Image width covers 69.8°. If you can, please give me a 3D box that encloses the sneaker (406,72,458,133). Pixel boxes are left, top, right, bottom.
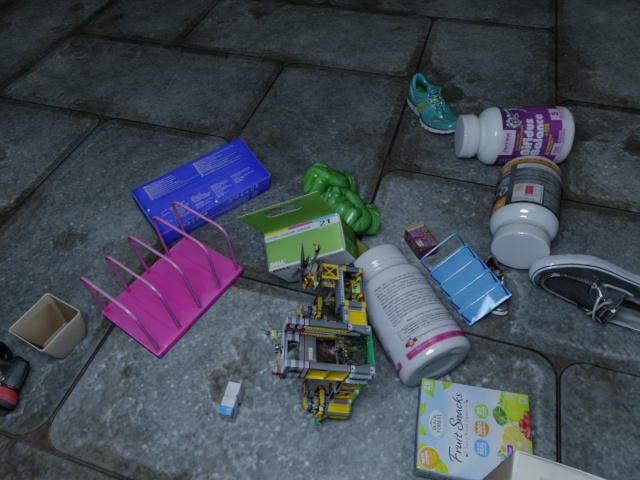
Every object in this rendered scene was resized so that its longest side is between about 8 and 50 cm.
[{"bbox_3d":[0.366,-0.447,1.510,0.107,0.110,0.275,-21,54,-14],"label":"sneaker"}]

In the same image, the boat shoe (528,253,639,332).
[{"bbox_3d":[0.643,0.126,1.027,0.335,0.121,0.119,15,49,12],"label":"boat shoe"}]

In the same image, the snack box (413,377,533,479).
[{"bbox_3d":[0.289,0.373,0.879,0.207,0.070,0.174,6,52,9],"label":"snack box"}]

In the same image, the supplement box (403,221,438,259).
[{"bbox_3d":[0.261,0.001,1.196,0.055,0.043,0.083,-18,52,-12],"label":"supplement box"}]

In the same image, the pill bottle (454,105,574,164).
[{"bbox_3d":[0.559,-0.308,1.350,0.301,0.169,0.169,-1,51,2],"label":"pill bottle"}]

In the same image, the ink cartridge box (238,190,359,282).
[{"bbox_3d":[-0.040,0.004,1.017,0.188,0.255,0.097,-16,69,16],"label":"ink cartridge box"}]

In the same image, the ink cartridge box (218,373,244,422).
[{"bbox_3d":[-0.181,0.326,0.950,0.028,0.048,0.083,9,52,9],"label":"ink cartridge box"}]

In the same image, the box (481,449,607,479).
[{"bbox_3d":[0.295,0.435,0.673,0.121,0.311,0.148,15,53,14],"label":"box"}]

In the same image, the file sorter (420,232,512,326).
[{"bbox_3d":[0.329,0.087,1.058,0.118,0.104,0.170,-40,54,11],"label":"file sorter"}]

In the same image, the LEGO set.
[{"bbox_3d":[-0.022,0.188,0.926,0.192,0.255,0.331,8,58,-12],"label":"LEGO set"}]

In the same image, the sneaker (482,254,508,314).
[{"bbox_3d":[0.412,0.101,1.094,0.061,0.065,0.158,-3,51,0],"label":"sneaker"}]

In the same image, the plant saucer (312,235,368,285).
[{"bbox_3d":[0.000,0.000,1.208,0.188,0.045,0.188,-30,56,-21],"label":"plant saucer"}]

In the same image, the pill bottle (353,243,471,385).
[{"bbox_3d":[0.183,0.153,1.002,0.160,0.160,0.283,-19,53,-12],"label":"pill bottle"}]

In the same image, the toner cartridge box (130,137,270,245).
[{"bbox_3d":[-0.329,-0.143,1.296,0.348,0.075,0.165,-32,71,-21],"label":"toner cartridge box"}]

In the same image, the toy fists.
[{"bbox_3d":[0.046,-0.117,1.224,0.142,0.096,0.279,2,40,-29],"label":"toy fists"}]

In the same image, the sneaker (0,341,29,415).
[{"bbox_3d":[-0.755,0.275,0.988,0.276,0.098,0.135,11,53,8],"label":"sneaker"}]

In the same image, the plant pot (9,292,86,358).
[{"bbox_3d":[-0.600,0.204,1.038,0.109,0.096,0.109,22,56,19],"label":"plant pot"}]

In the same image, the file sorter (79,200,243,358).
[{"bbox_3d":[-0.364,0.075,1.076,0.202,0.182,0.291,27,57,23],"label":"file sorter"}]

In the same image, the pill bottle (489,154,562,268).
[{"bbox_3d":[0.522,-0.075,1.169,0.162,0.162,0.278,16,53,15],"label":"pill bottle"}]
